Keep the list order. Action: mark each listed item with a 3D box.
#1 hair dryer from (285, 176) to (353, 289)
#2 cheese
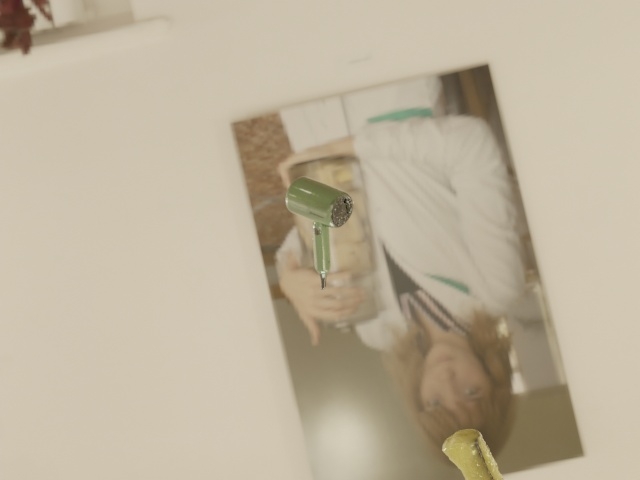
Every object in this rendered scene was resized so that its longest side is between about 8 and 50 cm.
[{"bbox_3d":[0.000,0.000,1.201,0.071,0.150,0.047,24,-140,35],"label":"hair dryer"},{"bbox_3d":[0.150,0.223,0.982,0.044,0.083,0.030,-16,-156,27],"label":"cheese"}]
